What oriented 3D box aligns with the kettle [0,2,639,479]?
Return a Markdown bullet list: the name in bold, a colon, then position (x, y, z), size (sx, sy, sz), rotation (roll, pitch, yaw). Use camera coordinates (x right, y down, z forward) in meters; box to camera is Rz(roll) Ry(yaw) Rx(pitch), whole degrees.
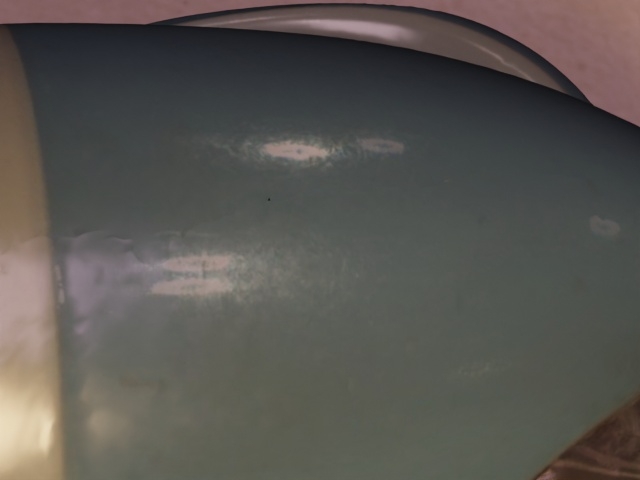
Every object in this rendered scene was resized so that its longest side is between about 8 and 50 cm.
- **kettle**: position (0.000, 0.000, 0.772), size (0.342, 0.247, 0.319), rotation (-5, 48, -16)
